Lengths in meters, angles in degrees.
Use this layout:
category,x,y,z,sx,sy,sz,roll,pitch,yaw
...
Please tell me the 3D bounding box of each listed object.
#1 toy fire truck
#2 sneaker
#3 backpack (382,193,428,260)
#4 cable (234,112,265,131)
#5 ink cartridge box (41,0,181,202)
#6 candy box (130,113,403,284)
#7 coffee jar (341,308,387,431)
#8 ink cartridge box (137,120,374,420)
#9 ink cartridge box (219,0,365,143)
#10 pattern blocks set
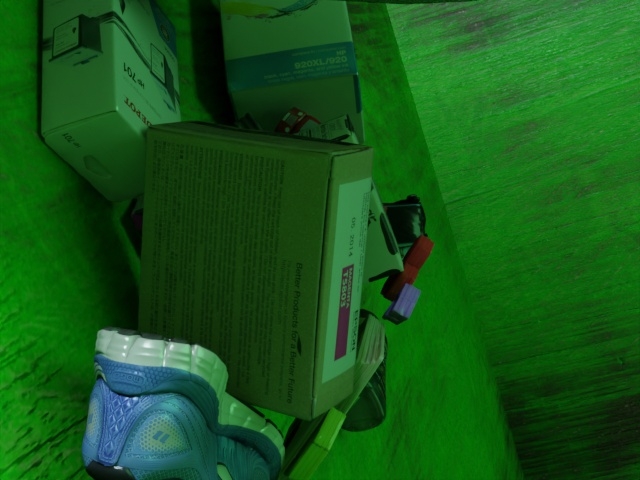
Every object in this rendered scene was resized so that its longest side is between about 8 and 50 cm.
category,x,y,z,sx,sy,sz,roll,pitch,yaw
toy fire truck,0.015,-0.083,1.497,0.047,0.135,0.192,-53,158,-18
sneaker,-0.125,0.192,0.967,0.330,0.129,0.147,62,41,-61
backpack,0.101,-0.003,1.937,0.173,0.158,0.117,62,24,-80
cable,-0.025,-0.031,1.464,0.287,0.072,0.139,47,8,-38
ink cartridge box,-0.195,-0.154,1.087,0.139,0.082,0.191,51,26,-58
candy box,-0.052,-0.010,1.163,0.071,0.233,0.159,-96,166,-65
coffee jar,0.056,0.186,1.691,0.184,0.079,0.096,-84,155,-56
ink cartridge box,-0.061,0.020,1.029,0.088,0.193,0.235,-17,116,-61
ink cartridge box,-0.040,-0.257,1.540,0.171,0.168,0.233,78,3,-63
pattern blocks set,0.013,0.163,1.184,0.026,0.325,0.285,33,26,-3
